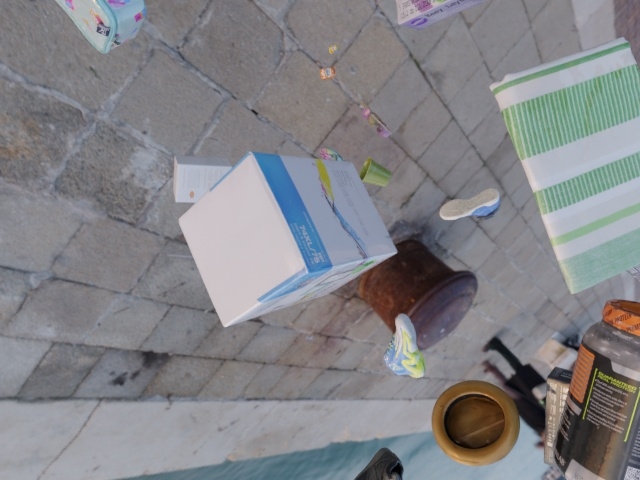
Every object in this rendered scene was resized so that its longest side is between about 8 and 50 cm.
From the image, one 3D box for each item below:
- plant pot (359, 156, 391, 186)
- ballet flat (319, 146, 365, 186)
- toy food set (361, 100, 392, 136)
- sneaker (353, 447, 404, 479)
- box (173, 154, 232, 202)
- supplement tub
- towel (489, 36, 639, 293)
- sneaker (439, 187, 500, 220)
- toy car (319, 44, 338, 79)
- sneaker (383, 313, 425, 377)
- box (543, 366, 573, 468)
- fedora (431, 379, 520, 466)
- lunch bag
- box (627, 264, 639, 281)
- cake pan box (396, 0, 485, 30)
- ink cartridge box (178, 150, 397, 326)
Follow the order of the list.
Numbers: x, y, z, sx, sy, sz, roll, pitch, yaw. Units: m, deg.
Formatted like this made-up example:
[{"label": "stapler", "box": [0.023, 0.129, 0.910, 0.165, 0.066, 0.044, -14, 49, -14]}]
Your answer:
[{"label": "plant pot", "box": [0.169, -0.200, 1.407, 0.079, 0.083, 0.083, 21, 117, -13]}, {"label": "ballet flat", "box": [0.073, -0.232, 1.638, 0.221, 0.077, 0.079, 42, 55, -27]}, {"label": "toy food set", "box": [0.110, -0.239, 0.934, 0.078, 0.122, 0.019, 40, 109, -17]}, {"label": "sneaker", "box": [0.176, 0.766, 1.443, 0.227, 0.130, 0.087, -45, 105, -18]}, {"label": "box", "box": [-0.386, -0.199, 1.513, 0.170, 0.091, 0.130, 0, 118, -24]}, {"label": "supplement tub", "box": [0.533, 0.273, 0.794, 0.193, 0.193, 0.316, -1, 105, -42]}, {"label": "towel", "box": [0.408, -0.118, 0.689, 0.247, 0.325, 0.038, -21, 179, -13]}, {"label": "sneaker", "box": [0.390, -0.076, 1.202, 0.152, 0.058, 0.084, -23, 144, 16]}, {"label": "toy car", "box": [0.029, -0.579, 1.501, 0.060, 0.040, 0.122, 1, 88, -43]}, {"label": "sneaker", "box": [0.247, 0.343, 1.471, 0.126, 0.091, 0.240, -13, 112, 19]}, {"label": "box", "box": [0.585, 0.407, 0.996, 0.059, 0.183, 0.233, -21, 111, -42]}, {"label": "fedora", "box": [0.352, 0.413, 1.049, 0.194, 0.194, 0.079, -44, 137, 3]}, {"label": "lunch bag", "box": [-0.489, -0.532, 0.951, 0.108, 0.224, 0.279, -45, 112, -26]}, {"label": "box", "box": [0.711, -0.050, 0.954, 0.163, 0.142, 0.247, 30, 72, -22]}, {"label": "cake pan box", "box": [0.216, -0.492, 0.711, 0.070, 0.266, 0.246, -8, 94, -40]}, {"label": "ink cartridge box", "box": [-0.045, -0.008, 0.782, 0.198, 0.197, 0.270, -35, 165, 33]}]
